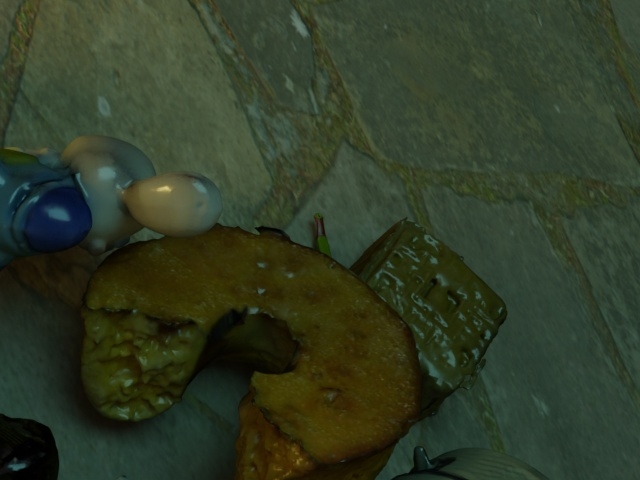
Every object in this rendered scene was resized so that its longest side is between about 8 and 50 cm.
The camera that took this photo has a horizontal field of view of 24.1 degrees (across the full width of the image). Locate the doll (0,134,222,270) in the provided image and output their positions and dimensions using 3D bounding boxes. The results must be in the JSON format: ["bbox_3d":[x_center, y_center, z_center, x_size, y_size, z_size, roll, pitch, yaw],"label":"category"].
[{"bbox_3d":[-0.335,-0.039,1.797,0.366,0.376,0.187,-4,79,-22],"label":"doll"}]

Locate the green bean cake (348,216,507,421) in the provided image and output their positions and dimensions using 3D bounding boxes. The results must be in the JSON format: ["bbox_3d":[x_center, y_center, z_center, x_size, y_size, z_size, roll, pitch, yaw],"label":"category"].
[{"bbox_3d":[0.130,0.107,2.080,0.224,0.131,0.229,41,47,-2],"label":"green bean cake"}]

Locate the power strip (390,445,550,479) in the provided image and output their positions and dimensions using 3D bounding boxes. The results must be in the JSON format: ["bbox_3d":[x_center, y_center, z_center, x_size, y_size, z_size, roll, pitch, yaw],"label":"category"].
[{"bbox_3d":[0.165,0.412,1.740,0.161,0.357,0.357,-21,71,-41],"label":"power strip"}]

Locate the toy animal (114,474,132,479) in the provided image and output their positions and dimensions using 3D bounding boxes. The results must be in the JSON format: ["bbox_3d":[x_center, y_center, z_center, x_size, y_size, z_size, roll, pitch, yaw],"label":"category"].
[{"bbox_3d":[-0.210,0.376,1.718,0.104,0.184,0.185,-32,46,-27],"label":"toy animal"}]

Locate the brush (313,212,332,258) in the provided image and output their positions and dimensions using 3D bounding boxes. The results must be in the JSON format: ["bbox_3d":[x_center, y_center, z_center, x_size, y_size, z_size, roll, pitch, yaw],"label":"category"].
[{"bbox_3d":[0.000,0.000,2.151,0.019,0.021,0.083,3,63,-28],"label":"brush"}]

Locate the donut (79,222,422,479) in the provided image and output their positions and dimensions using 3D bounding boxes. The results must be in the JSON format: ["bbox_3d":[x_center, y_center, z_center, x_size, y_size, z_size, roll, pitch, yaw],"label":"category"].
[{"bbox_3d":[-0.071,0.161,1.834,0.435,0.163,0.378,36,36,26],"label":"donut"}]

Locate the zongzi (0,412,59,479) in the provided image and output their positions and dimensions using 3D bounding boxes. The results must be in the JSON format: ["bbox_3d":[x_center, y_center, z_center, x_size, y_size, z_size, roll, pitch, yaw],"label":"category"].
[{"bbox_3d":[-0.474,0.262,1.599,0.317,0.154,0.289,31,40,11],"label":"zongzi"}]
